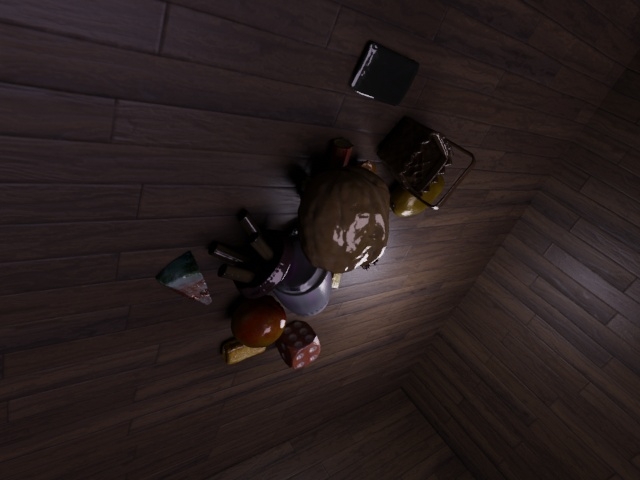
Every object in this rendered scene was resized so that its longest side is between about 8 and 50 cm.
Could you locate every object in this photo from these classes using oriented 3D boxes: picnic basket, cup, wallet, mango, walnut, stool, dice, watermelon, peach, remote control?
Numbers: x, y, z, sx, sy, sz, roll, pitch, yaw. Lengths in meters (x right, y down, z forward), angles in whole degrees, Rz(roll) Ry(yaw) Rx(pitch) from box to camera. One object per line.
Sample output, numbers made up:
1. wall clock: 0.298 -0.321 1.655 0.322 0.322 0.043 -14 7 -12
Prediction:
1. picnic basket: 0.420 -0.298 1.711 0.254 0.321 0.291 -51 146 6
2. cup: -0.079 0.160 1.752 0.253 0.253 0.372 -34 155 -12
3. wallet: 0.217 -0.564 1.468 0.245 0.052 0.169 4 125 -40
4. mango: 0.448 -0.225 1.971 0.331 0.142 0.195 -36 149 -23
5. walnut: 0.080 -0.076 1.495 0.381 0.381 0.381 -26 141 -22
6. stool: -0.245 0.049 1.503 0.272 0.272 0.178 -46 129 6
7. dice: -0.115 0.525 2.171 0.173 0.175 0.179 -24 142 -23
8. watermelon: -0.467 0.164 1.548 0.154 0.094 0.241 -30 146 -5
9. peach: -0.256 0.339 1.808 0.230 0.231 0.231 -26 141 -22
10. remote control: -0.134 -0.014 1.714 0.212 0.028 0.059 -29 147 -17

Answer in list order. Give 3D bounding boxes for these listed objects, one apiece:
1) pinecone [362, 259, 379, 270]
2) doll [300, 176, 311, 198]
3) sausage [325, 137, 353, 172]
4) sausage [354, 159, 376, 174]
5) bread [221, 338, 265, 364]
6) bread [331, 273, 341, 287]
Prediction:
1. pinecone: 0.210 0.022 1.963 0.213 0.168 0.185 -62 -175 4
2. doll: -0.042 -0.175 1.615 0.099 0.057 0.143 -50 151 -26
3. sausage: 0.054 -0.249 1.610 0.083 0.083 0.264 -15 137 -33
4. sausage: 0.148 -0.178 1.745 0.134 0.116 0.354 -5 129 -23
5. bread: -0.351 0.489 1.986 0.210 0.083 0.114 -16 132 -33
6. bread: 0.080 0.165 2.064 0.109 0.080 0.084 -48 147 12
